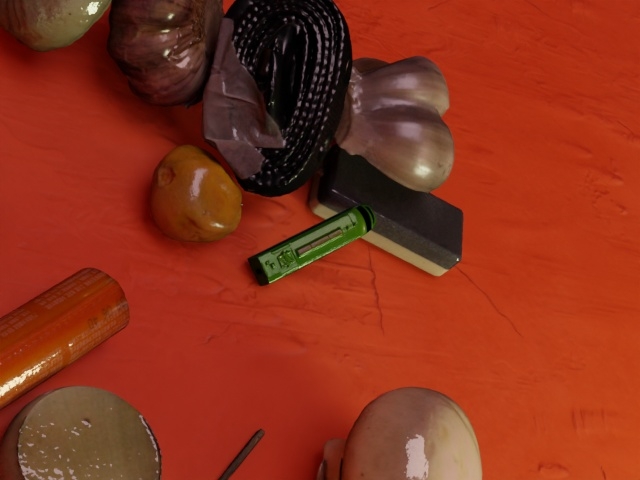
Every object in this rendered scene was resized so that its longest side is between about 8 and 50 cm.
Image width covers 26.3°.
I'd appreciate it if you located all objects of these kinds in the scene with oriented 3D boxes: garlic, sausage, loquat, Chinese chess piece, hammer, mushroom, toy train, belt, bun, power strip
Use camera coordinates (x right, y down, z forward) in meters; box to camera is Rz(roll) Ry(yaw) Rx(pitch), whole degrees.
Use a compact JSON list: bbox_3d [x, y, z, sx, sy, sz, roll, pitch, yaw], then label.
[{"bbox_3d":[0.085,-0.172,2.009,0.292,0.237,0.210,15,76,-50],"label":"garlic"},{"bbox_3d":[-0.218,-0.300,1.878,0.160,0.245,0.245,6,48,15],"label":"garlic"},{"bbox_3d":[-0.356,0.135,1.563,0.093,0.093,0.312,53,46,2],"label":"sausage"},{"bbox_3d":[-0.163,-0.058,1.818,0.137,0.113,0.137,34,37,-32],"label":"loquat"},{"bbox_3d":[-0.274,0.259,1.560,0.188,0.083,0.188,17,55,-25],"label":"Chinese chess piece"},{"bbox_3d":[-0.141,0.322,1.661,0.058,0.029,0.292,48,44,-6],"label":"hammer"},{"bbox_3d":[0.096,0.303,1.748,0.246,0.202,0.246,-35,130,-58],"label":"mushroom"},{"bbox_3d":[0.000,0.000,1.906,0.209,0.042,0.044,-27,97,-26],"label":"toy train"},{"bbox_3d":[-0.059,-0.205,1.844,0.184,0.164,0.289,11,87,7],"label":"belt"},{"bbox_3d":[-0.348,-0.348,1.792,0.118,0.195,0.195,41,44,-34],"label":"bun"},{"bbox_3d":[0.096,-0.046,2.040,0.256,0.070,0.105,28,46,-23],"label":"power strip"}]
